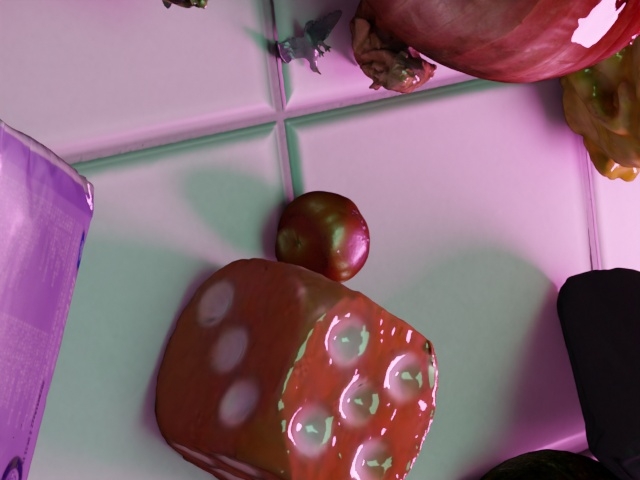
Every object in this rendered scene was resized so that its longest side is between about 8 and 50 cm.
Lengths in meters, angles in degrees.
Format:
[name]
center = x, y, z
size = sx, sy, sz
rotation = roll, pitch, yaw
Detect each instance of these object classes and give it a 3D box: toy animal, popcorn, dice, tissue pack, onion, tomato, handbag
[toy animal]
center = -0.006, -0.170, 1.734
size = 0.084, 0.028, 0.050
rotation = -30, 103, -36
[popcorn]
center = 0.348, -0.175, 1.908
size = 0.242, 0.250, 0.235
rotation = 34, 78, -36
[dice]
center = -0.023, 0.128, 1.642
size = 0.175, 0.174, 0.179
rotation = 32, 75, -40
[tissue pack]
center = -0.288, 0.078, 1.359
size = 0.242, 0.160, 0.338
rotation = 51, 51, -75
[onion]
center = 0.169, -0.289, 1.692
size = 0.354, 0.354, 0.353
rotation = -2, 94, -42
[tomato]
center = 0.000, 0.000, 1.712
size = 0.075, 0.087, 0.087
rotation = -22, 106, -37
[handbag]
center = 0.388, 0.154, 1.946
size = 0.302, 0.178, 0.275
rotation = 38, 31, -35

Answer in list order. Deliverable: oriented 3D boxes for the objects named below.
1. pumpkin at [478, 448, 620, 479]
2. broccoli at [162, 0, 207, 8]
[pumpkin]
center = 0.228, 0.320, 1.882
size = 0.238, 0.159, 0.238
rotation = 4, 85, -43
[broccoli]
center = -0.163, -0.260, 1.388
size = 0.221, 0.361, 0.252
rotation = -42, 95, 3
